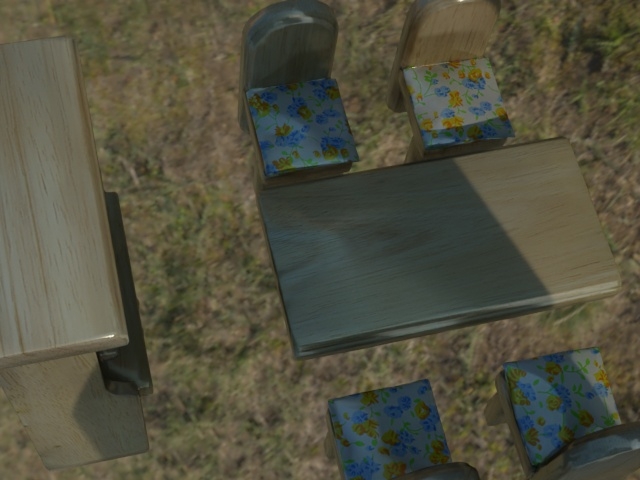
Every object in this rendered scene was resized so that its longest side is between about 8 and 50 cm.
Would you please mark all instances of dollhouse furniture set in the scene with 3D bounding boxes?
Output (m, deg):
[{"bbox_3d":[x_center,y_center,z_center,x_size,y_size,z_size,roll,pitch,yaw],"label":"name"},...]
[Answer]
[{"bbox_3d":[0.000,0.000,0.423,0.161,0.242,0.212,103,155,-65],"label":"dollhouse furniture set"}]
